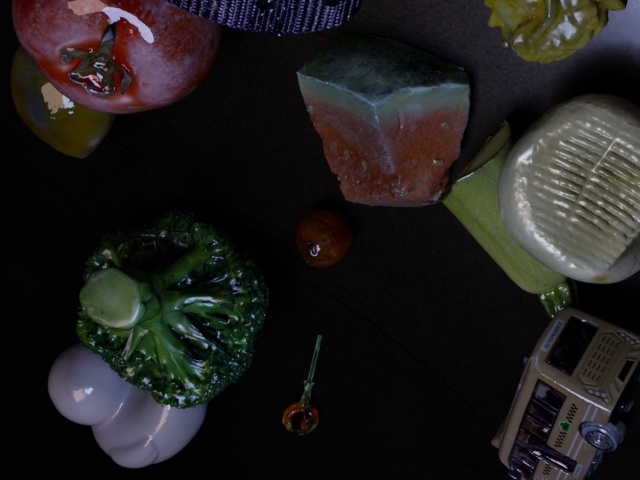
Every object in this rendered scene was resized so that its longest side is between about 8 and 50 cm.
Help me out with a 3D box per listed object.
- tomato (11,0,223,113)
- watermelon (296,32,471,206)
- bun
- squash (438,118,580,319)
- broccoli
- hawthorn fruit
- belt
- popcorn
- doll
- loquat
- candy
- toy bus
[{"bbox_3d":[-0.253,-0.298,1.813,0.270,0.227,0.270,12,147,8],"label":"tomato"},{"bbox_3d":[0.086,-0.124,1.831,0.192,0.140,0.257,20,135,26],"label":"watermelon"},{"bbox_3d":[0.325,-0.063,1.693,0.229,0.145,0.230,1,101,5],"label":"bun"},{"bbox_3d":[0.255,-0.014,1.814,0.137,0.137,0.287,-16,124,34],"label":"squash"},{"bbox_3d":[-0.220,0.098,2.008,0.297,0.297,0.298,0,90,16],"label":"broccoli"},{"bbox_3d":[0.000,0.000,1.954,0.081,0.093,0.081,14,124,21],"label":"hawthorn fruit"},{"bbox_3d":[-0.092,-0.364,1.664,0.324,0.260,0.122,24,134,11],"label":"belt"},{"bbox_3d":[0.248,-0.307,1.602,0.195,0.173,0.168,44,152,-16],"label":"popcorn"},{"bbox_3d":[-0.304,0.232,2.173,0.251,0.221,0.221,-5,117,39],"label":"doll"},{"bbox_3d":[-0.360,-0.206,1.986,0.152,0.152,0.195,3,129,27],"label":"loquat"},{"bbox_3d":[-0.018,0.219,2.145,0.055,0.049,0.185,6,119,-12],"label":"candy"},{"bbox_3d":[0.326,0.223,1.848,0.157,0.139,0.290,28,148,15],"label":"toy bus"}]
